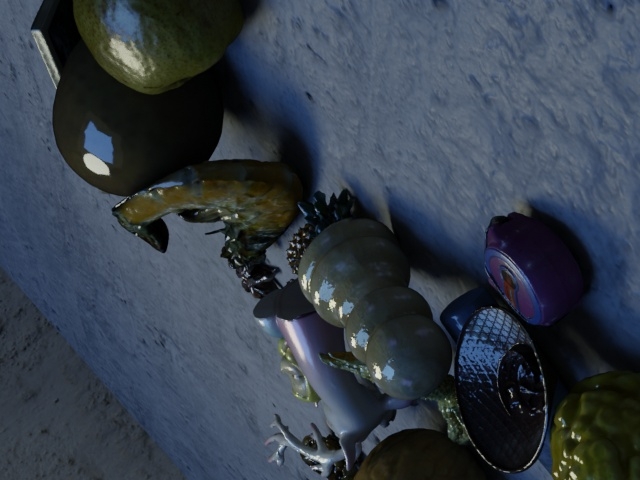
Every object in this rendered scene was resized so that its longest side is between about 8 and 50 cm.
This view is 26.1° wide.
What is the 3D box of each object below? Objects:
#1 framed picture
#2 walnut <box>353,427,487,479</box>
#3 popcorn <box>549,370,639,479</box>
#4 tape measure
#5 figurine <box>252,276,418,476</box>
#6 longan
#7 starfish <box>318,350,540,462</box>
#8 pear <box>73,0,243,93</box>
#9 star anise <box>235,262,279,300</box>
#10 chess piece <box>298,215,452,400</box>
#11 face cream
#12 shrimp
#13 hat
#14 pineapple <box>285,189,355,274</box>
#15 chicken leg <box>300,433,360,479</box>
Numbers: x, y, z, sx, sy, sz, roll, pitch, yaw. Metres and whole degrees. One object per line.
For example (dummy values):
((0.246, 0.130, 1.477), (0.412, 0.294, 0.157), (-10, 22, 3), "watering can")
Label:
((-0.355, -0.266, 2.135), (0.020, 0.240, 0.324), (-5, 132, 13), "framed picture")
((0.141, 0.391, 2.038), (0.228, 0.228, 0.228), (44, 158, 24), "walnut")
((0.326, 0.261, 1.471), (0.226, 0.200, 0.203), (45, 147, 22), "popcorn")
((0.228, 0.030, 1.496), (0.125, 0.074, 0.118), (46, 164, 33), "tape measure")
((0.015, 0.204, 2.081), (0.284, 0.206, 0.316), (12, 124, 63), "figurine")
((-0.264, -0.189, 1.970), (0.258, 0.258, 0.258), (44, 158, 24), "longan")
((0.167, 0.215, 1.814), (0.358, 0.078, 0.347), (35, 174, -33), "starfish")
((-0.214, -0.300, 1.757), (0.211, 0.188, 0.228), (55, 152, -9), "pear")
((-0.112, 0.058, 2.318), (0.141, 0.042, 0.141), (46, 159, 23), "star anise")
((0.079, 0.092, 1.721), (0.261, 0.142, 0.143), (56, 169, 51), "chess piece")
((0.282, 0.226, 1.677), (0.385, 0.086, 0.135), (53, 163, -6), "face cream")
((-0.161, -0.024, 2.031), (0.445, 0.272, 0.085), (98, 164, -74), "shrimp")
((0.234, 0.165, 1.573), (0.193, 0.082, 0.193), (18, 110, 62), "hat")
((0.001, -0.001, 1.924), (0.103, 0.083, 0.221), (55, 159, 6), "pineapple")
((0.048, 0.421, 2.515), (0.196, 0.080, 0.125), (38, 166, 18), "chicken leg")
